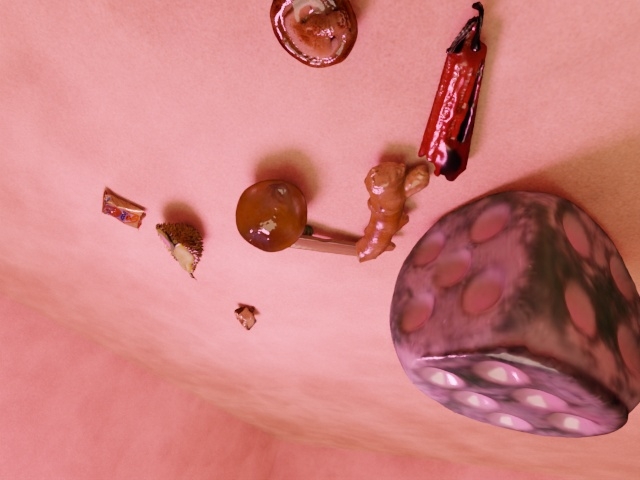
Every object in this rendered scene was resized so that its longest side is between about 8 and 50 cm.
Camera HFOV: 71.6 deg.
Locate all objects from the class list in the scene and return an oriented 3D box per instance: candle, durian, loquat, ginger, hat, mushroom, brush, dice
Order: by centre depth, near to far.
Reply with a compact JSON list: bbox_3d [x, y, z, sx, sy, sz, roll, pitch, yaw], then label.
[{"bbox_3d":[-0.011,-0.295,0.601,0.127,0.087,0.127,10,142,8],"label":"mushroom"},{"bbox_3d":[0.204,-0.201,0.660,0.084,0.059,0.302,1,146,4],"label":"candle"},{"bbox_3d":[0.351,0.141,0.814,0.328,0.348,0.330,35,141,-20],"label":"dice"},{"bbox_3d":[0.124,-0.049,0.899,0.118,0.065,0.299,9,145,-4],"label":"ginger"},{"bbox_3d":[-0.101,-0.056,0.932,0.152,0.152,0.195,24,154,-8],"label":"loquat"},{"bbox_3d":[0.000,0.000,1.051,0.282,0.048,0.054,9,148,1],"label":"brush"},{"bbox_3d":[-0.368,0.010,1.197,0.137,0.095,0.221,49,154,19],"label":"durian"},{"bbox_3d":[-0.251,0.261,1.521,0.076,0.059,0.077,39,147,34],"label":"hat"}]

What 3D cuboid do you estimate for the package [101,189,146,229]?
[{"bbox_3d":[-0.537,-0.078,1.202,0.120,0.031,0.108,30,145,-17],"label":"package"}]
